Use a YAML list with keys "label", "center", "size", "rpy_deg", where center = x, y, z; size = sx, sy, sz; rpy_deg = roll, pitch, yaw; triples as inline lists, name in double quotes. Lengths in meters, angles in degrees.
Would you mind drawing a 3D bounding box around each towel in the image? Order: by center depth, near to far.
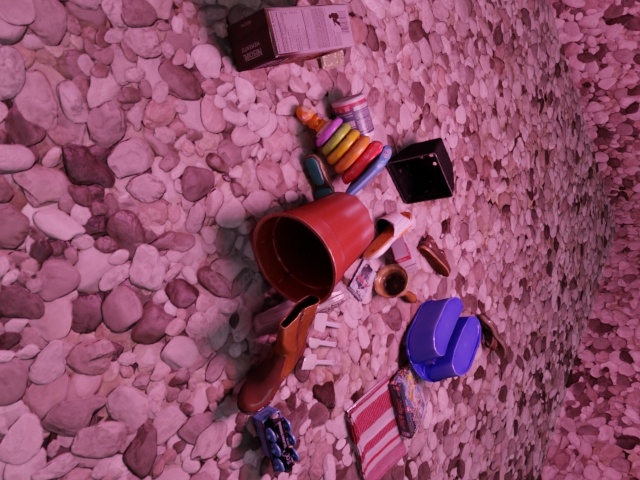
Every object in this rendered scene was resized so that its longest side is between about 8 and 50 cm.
- label: "towel"
  center: [0.024, -0.604, 1.499]
  size: [0.110, 0.027, 0.148]
  rpy_deg: [-33, 114, -39]
- label: "towel"
  center: [0.205, 0.684, 1.734]
  size: [0.237, 0.037, 0.328]
  rpy_deg: [-27, 110, -40]

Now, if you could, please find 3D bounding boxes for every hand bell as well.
- label: "hand bell"
  center: [0.299, 0.186, 1.772]
  size: [0.242, 0.126, 0.126]
  rpy_deg: [39, 65, -52]

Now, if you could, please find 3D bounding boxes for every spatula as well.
- label: "spatula"
  center: [0.014, 0.308, 1.483]
  size: [0.242, 0.019, 0.168]
  rpy_deg: [30, 69, -64]

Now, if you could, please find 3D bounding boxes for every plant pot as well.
- label: "plant pot"
  center: [0.000, 0.000, 1.366]
  size: [0.265, 0.273, 0.272]
  rpy_deg: [-36, 116, -46]
- label: "plant pot"
  center: [0.380, -0.264, 1.762]
  size: [0.188, 0.188, 0.167]
  rpy_deg: [59, 43, -28]

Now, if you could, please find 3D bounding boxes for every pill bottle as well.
- label: "pill bottle"
  center: [0.111, -0.361, 1.539]
  size: [0.108, 0.108, 0.180]
  rpy_deg: [-36, 115, -37]

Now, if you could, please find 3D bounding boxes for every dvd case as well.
- label: "dvd case"
  center: [0.141, 0.136, 1.659]
  size: [0.087, 0.013, 0.119]
  rpy_deg: [50, 61, -33]

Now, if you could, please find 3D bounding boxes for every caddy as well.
- label: "caddy"
  center: [0.458, 0.374, 1.863]
  size: [0.241, 0.179, 0.341]
  rpy_deg: [48, 51, -13]

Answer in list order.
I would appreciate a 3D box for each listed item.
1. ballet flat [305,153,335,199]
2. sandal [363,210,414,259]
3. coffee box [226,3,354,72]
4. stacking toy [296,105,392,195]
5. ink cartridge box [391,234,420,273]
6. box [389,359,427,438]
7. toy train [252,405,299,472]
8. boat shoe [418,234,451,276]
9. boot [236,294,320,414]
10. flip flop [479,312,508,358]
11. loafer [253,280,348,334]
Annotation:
- label: "ballet flat"
  center: [0.014, -0.170, 1.487]
  size: [0.067, 0.073, 0.206]
  rpy_deg: [-44, 125, -50]
- label: "sandal"
  center: [0.227, -0.038, 1.672]
  size: [0.265, 0.102, 0.076]
  rpy_deg: [-45, 116, -31]
- label: "coffee box"
  center: [-0.075, -0.545, 1.311]
  size: [0.297, 0.168, 0.118]
  rpy_deg: [-26, 110, -39]
- label: "stacking toy"
  center: [0.049, -0.296, 1.446]
  size: [0.302, 0.166, 0.175]
  rpy_deg: [41, 34, -7]
- label: "ink cartridge box"
  center: [0.298, 0.046, 1.728]
  size: [0.135, 0.056, 0.099]
  rpy_deg: [43, 30, -51]
- label: "box"
  center: [0.331, 0.589, 1.823]
  size: [0.159, 0.044, 0.232]
  rpy_deg: [-34, 115, -49]
- label: "toy train"
  center: [-0.124, 0.558, 1.364]
  size: [0.080, 0.105, 0.184]
  rpy_deg: [-23, 107, -37]
- label: "boat shoe"
  center: [0.461, 0.062, 1.919]
  size: [0.207, 0.073, 0.073]
  rpy_deg: [48, 62, -34]
- label: "boot"
  center: [-0.106, 0.300, 1.266]
  size: [0.264, 0.096, 0.280]
  rpy_deg: [-35, 156, -37]
- label: "flip flop"
  center: [0.775, 0.445, 2.229]
  size: [0.080, 0.112, 0.277]
  rpy_deg: [-38, 123, -7]
- label: "loafer"
  center: [-0.063, 0.180, 1.418]
  size: [0.320, 0.112, 0.111]
  rpy_deg: [-17, 67, -37]
